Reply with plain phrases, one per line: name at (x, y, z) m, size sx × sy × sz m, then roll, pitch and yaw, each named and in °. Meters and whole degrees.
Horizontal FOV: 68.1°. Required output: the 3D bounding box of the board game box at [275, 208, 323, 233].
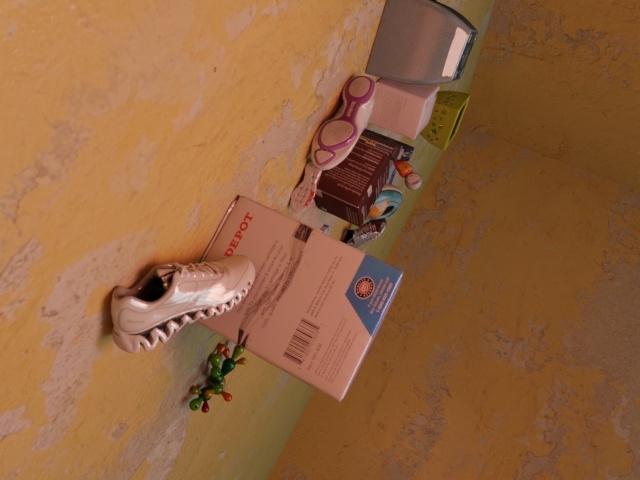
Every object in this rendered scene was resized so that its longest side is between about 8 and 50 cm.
board game box at (-0.111, 0.083, 1.273) m, size 0.275 × 0.144 × 0.142 m, roll -61°, pitch 165°, yaw -10°

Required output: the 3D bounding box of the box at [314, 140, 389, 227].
box at (0.098, -0.185, 1.492) m, size 0.203 × 0.167 × 0.168 m, roll -61°, pitch 164°, yaw -13°

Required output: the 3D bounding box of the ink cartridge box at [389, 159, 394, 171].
ink cartridge box at (0.278, -0.247, 2.161) m, size 0.175 × 0.069 × 0.371 m, roll -55°, pitch 164°, yaw -29°

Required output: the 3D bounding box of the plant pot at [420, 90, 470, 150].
plant pot at (0.583, -0.616, 2.337) m, size 0.228 × 0.207 × 0.227 m, roll -49°, pitch 158°, yaw -44°

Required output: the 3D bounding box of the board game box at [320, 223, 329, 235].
board game box at (0.000, 0.000, 1.740) m, size 0.090 × 0.020 × 0.090 m, roll -53°, pitch 162°, yaw -36°

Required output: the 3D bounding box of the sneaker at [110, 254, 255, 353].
sneaker at (-0.240, 0.086, 0.864) m, size 0.292 × 0.110 × 0.118 m, roll -29°, pitch 130°, yaw -39°

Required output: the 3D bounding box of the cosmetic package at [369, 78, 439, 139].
cosmetic package at (0.283, -0.468, 1.624) m, size 0.151 × 0.184 × 0.151 m, roll -48°, pitch 158°, yaw -44°

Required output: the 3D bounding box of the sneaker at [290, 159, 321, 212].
sneaker at (-0.032, -0.148, 1.334) m, size 0.158 × 0.061 × 0.065 m, roll -64°, pitch 171°, yaw 0°

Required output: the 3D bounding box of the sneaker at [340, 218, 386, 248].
sneaker at (0.180, -0.034, 2.058) m, size 0.229 × 0.086 × 0.132 m, roll -38°, pitch 156°, yaw 10°

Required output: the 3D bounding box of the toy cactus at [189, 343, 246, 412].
toy cactus at (-0.278, 0.388, 1.320) m, size 0.180 × 0.112 × 0.219 m, roll 110°, pitch 4°, yaw -56°

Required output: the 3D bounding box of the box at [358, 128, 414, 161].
box at (0.205, -0.323, 1.597) m, size 0.059 × 0.183 × 0.233 m, roll -68°, pitch 165°, yaw 16°

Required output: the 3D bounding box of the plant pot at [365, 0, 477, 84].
plant pot at (0.322, -0.592, 1.431) m, size 0.248 × 0.252 × 0.247 m, roll -39°, pitch 151°, yaw -57°

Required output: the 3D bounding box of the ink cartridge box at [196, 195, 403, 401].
ink cartridge box at (-0.059, 0.119, 1.036) m, size 0.285 × 0.395 × 0.166 m, roll -62°, pitch 167°, yaw -8°

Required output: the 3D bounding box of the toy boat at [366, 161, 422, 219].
toy boat at (0.274, -0.185, 1.928) m, size 0.268 × 0.148 × 0.318 m, roll -7°, pitch 147°, yaw -44°

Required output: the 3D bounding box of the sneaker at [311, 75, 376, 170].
sneaker at (0.079, -0.308, 1.332) m, size 0.305 × 0.114 × 0.152 m, roll -60°, pitch 163°, yaw -16°
